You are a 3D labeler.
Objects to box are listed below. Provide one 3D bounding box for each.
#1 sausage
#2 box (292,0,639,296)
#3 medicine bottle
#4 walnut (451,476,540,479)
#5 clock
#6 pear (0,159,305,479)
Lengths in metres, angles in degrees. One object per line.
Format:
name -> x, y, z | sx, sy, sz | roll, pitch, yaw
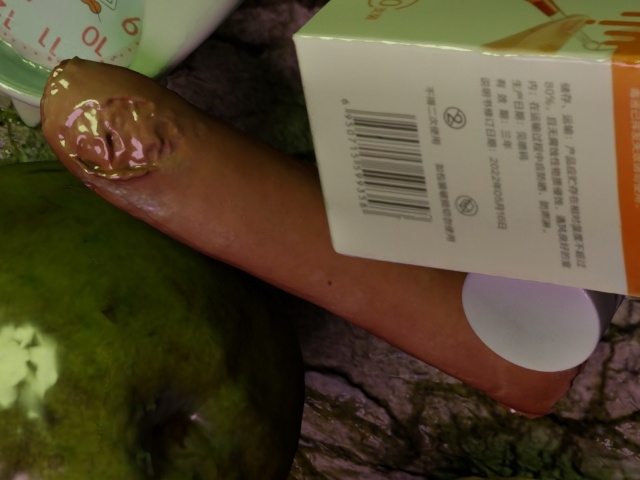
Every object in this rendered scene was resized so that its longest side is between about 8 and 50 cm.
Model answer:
sausage -> 0.000, 0.000, 1.019 | 0.419, 0.094, 0.094 | 27, 136, -16
box -> 0.190, -0.085, 0.807 | 0.341, 0.225, 0.143 | 9, 127, 28
medicine bottle -> 0.159, -0.008, 0.917 | 0.086, 0.183, 0.086 | 17, 131, 21
walnut -> 0.127, 0.297, 1.162 | 0.257, 0.257, 0.224 | -41, 61, 45
clock -> -0.181, -0.215, 1.027 | 0.265, 0.108, 0.324 | 42, 137, -5
pear -> -0.191, 0.100, 1.113 | 0.413, 0.352, 0.352 | 15, 136, 55
